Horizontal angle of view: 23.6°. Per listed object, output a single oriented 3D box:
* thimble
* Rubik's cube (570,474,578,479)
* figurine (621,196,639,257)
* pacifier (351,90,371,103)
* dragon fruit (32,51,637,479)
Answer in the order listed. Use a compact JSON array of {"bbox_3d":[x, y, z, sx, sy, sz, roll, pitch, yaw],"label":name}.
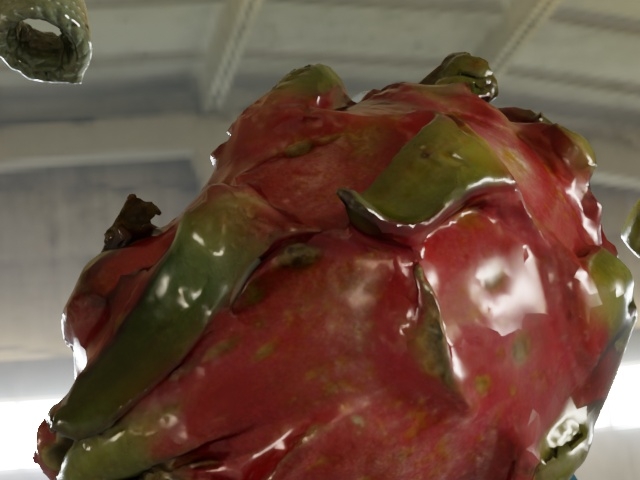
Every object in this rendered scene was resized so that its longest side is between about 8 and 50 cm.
[{"bbox_3d":[-0.254,-0.195,1.413,0.084,0.062,0.110,-22,-38,19],"label":"thimble"},{"bbox_3d":[0.130,0.267,1.135,0.151,0.155,0.154,10,-53,-39],"label":"Rubik's cube"},{"bbox_3d":[0.356,-0.042,1.189,0.218,0.169,0.327,-14,10,4],"label":"figurine"},{"bbox_3d":[0.000,0.000,1.331,0.233,0.300,0.244,0,-34,-15],"label":"pacifier"},{"bbox_3d":[0.010,0.044,0.738,0.302,0.231,0.237,-37,23,-19],"label":"dragon fruit"}]
